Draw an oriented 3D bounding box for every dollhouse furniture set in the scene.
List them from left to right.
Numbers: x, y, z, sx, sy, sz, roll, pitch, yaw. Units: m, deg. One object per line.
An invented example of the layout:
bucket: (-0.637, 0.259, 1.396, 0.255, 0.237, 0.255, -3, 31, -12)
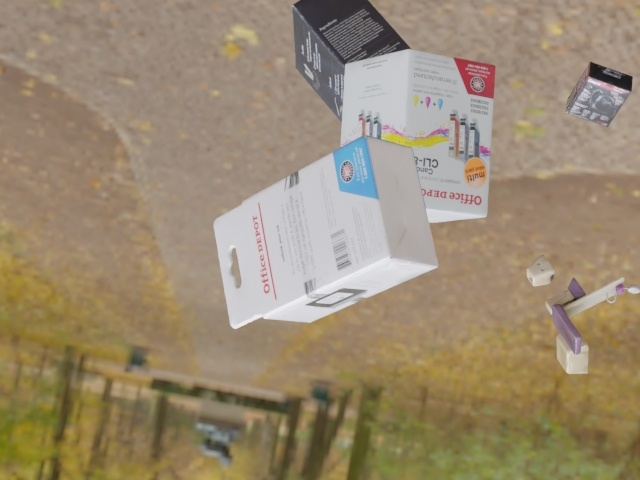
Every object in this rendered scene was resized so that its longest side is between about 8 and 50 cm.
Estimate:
dollhouse furniture set: (0.251, 0.064, 1.240, 0.081, 0.091, 0.114, -27, 149, -6)

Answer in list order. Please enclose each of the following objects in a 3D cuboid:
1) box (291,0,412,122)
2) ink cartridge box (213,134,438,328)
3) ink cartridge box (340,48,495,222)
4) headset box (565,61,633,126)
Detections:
box: (0.043, -0.243, 1.774, 0.158, 0.093, 0.156, 51, 166, 20)
ink cartridge box: (0.000, 0.000, 1.057, 0.180, 0.104, 0.060, -26, 157, 39)
ink cartridge box: (0.107, -0.113, 1.483, 0.128, 0.176, 0.127, 5, 177, -34)
headset box: (0.370, -0.195, 1.740, 0.062, 0.032, 0.083, 18, 141, -4)
